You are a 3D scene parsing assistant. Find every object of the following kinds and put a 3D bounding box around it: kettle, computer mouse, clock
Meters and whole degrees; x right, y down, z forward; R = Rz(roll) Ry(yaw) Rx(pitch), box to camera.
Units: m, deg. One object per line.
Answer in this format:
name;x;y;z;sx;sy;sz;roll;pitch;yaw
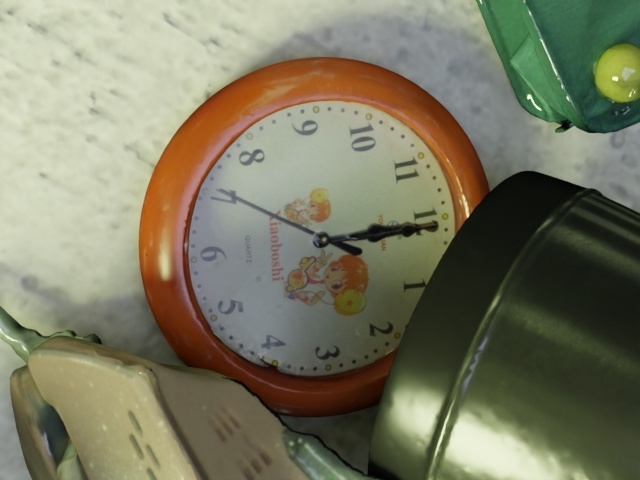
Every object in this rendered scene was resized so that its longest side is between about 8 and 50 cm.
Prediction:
kettle;0.194;0.111;0.738;0.271;0.251;0.207;24;80;23
computer mouse;-0.057;0.171;0.733;0.389;0.199;0.115;44;47;-4
clock;0.000;0.000;0.787;0.205;0.051;0.205;-3;103;-14

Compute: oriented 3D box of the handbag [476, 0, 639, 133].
handbag;0.196;-0.213;0.762;0.269;0.100;0.274;-24;109;-7
